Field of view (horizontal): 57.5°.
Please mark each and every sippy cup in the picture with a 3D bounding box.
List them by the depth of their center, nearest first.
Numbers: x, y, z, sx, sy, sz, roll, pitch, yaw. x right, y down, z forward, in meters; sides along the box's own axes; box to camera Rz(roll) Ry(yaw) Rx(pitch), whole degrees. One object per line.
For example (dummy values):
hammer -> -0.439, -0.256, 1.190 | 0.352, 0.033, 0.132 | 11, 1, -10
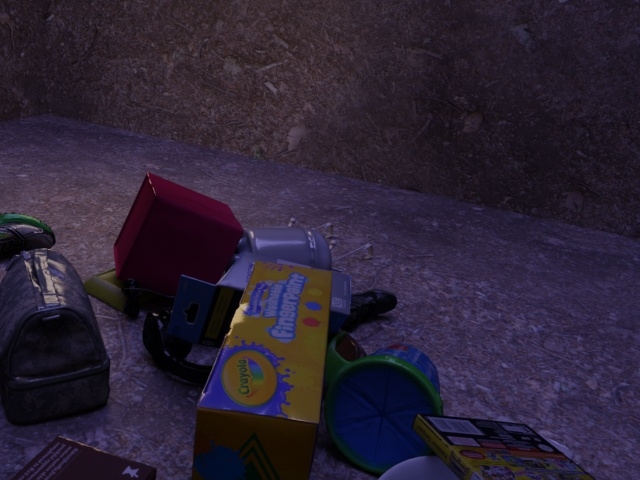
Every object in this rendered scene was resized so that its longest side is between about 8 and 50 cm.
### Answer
sippy cup -> 0.150, 0.323, 1.208 | 0.240, 0.306, 0.224 | -15, 2, 21

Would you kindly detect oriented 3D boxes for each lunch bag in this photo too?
lunch bag -> -0.571, 0.182, 1.221 | 0.212, 0.256, 0.305 | -4, 25, -29

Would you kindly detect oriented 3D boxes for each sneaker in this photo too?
sneaker -> 0.117, 0.200, 1.657 | 0.227, 0.087, 0.130 | 1, 25, -11
sneaker -> -0.968, 0.009, 1.721 | 0.343, 0.134, 0.146 | -1, 48, -31

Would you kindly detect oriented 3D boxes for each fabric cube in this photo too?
fabric cube -> -0.406, -0.005, 1.638 | 0.258, 0.254, 0.259 | 22, 11, -27

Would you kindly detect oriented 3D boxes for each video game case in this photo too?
video game case -> 0.329, 0.380, 0.984 | 0.274, 0.035, 0.248 | 13, 9, -25

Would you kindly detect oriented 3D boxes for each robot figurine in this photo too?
robot figurine -> -0.117, 0.060, 1.757 | 0.353, 0.200, 0.300 | 0, 47, -20

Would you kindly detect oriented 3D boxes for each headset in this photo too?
headset -> -0.335, 0.216, 1.426 | 0.394, 0.185, 0.243 | 31, 38, 18

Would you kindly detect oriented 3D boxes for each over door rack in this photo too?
over door rack -> 0.000, 0.000, 2.076 | 0.324, 0.108, 0.239 | -12, 30, -41

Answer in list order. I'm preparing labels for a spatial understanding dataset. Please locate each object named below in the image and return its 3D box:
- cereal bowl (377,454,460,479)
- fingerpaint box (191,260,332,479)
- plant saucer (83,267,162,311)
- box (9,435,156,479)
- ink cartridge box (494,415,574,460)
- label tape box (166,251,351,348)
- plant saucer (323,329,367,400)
cereal bowl -> 0.218, 0.498, 0.882 | 0.338, 0.141, 0.339 | 8, 21, -3
fingerpaint box -> -0.084, 0.295, 0.968 | 0.163, 0.371, 0.445 | 8, 21, 0
plant saucer -> -0.549, 0.121, 1.662 | 0.188, 0.045, 0.188 | 20, 24, 27
box -> -0.339, 0.418, 0.795 | 0.166, 0.203, 0.168 | 13, 22, 13
ink cartridge box -> 0.366, 0.452, 1.112 | 0.160, 0.093, 0.219 | 23, 26, 32
label tape box -> -0.137, 0.145, 1.263 | 0.347, 0.249, 0.115 | 15, 48, -11
plant saucer -> -0.022, 0.282, 1.453 | 0.310, 0.050, 0.311 | 7, 23, -3
